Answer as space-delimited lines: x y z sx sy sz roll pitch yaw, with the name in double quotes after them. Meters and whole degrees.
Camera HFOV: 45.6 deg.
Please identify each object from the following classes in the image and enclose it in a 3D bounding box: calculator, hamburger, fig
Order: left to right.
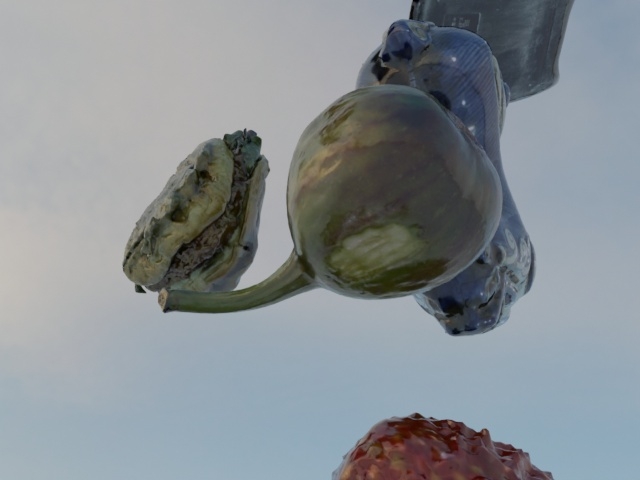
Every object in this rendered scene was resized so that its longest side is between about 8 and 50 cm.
-0.132 -0.020 0.874 0.130 0.206 0.183 39 -49 -19 "hamburger"
0.000 0.000 0.515 0.245 0.149 0.149 -35 -50 14 "fig"
0.205 -0.245 0.924 0.268 0.040 0.177 -11 -58 -24 "calculator"

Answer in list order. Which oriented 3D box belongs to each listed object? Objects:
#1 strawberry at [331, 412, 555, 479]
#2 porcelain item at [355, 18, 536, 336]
0.120 0.283 0.585 0.292 0.344 0.292 -23 -3 -1 "strawberry"
0.106 -0.055 0.677 0.137 0.288 0.186 -11 1 20 "porcelain item"
